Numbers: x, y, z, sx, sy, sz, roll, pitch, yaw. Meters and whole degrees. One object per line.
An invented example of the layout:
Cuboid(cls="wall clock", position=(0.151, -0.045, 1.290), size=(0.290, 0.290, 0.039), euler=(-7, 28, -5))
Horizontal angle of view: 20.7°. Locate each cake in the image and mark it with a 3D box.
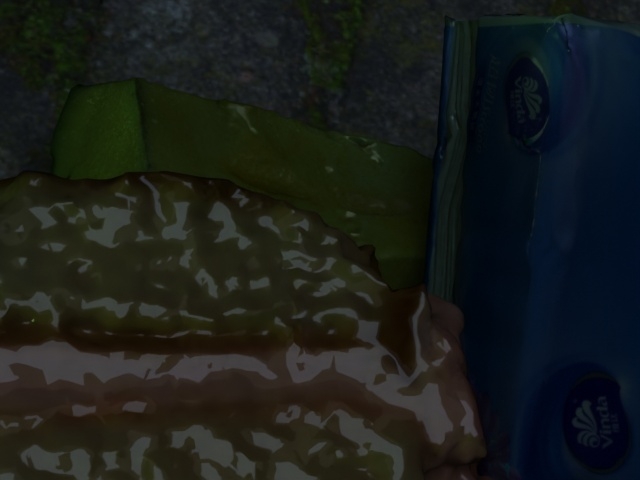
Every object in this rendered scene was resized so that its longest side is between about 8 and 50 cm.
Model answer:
Cuboid(cls="cake", position=(-0.073, 0.172, 0.858), size=(0.293, 0.314, 0.307), euler=(5, 59, -13))

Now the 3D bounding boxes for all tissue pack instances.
Cuboid(cls="tissue pack", position=(0.171, 0.011, 1.019), size=(0.198, 0.146, 0.263), euler=(4, 94, -27))

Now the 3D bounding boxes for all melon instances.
Cuboid(cls="melon", position=(0.000, 0.000, 1.081), size=(0.323, 0.124, 0.196), euler=(8, 57, -24))
